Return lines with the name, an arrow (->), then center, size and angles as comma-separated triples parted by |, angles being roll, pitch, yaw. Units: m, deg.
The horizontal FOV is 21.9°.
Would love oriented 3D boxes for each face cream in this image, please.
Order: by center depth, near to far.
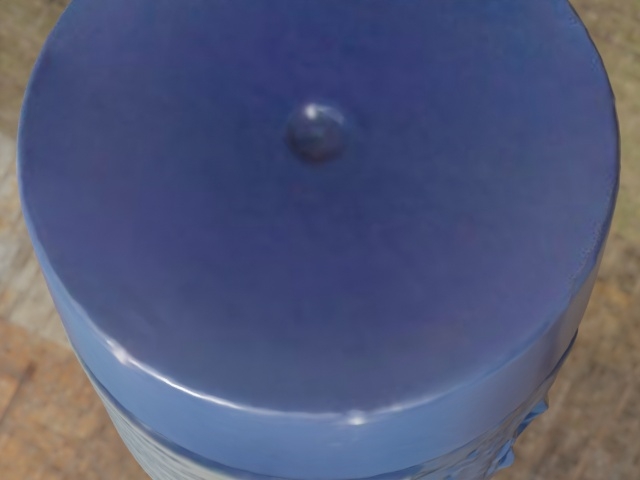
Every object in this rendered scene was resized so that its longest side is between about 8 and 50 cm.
face cream -> 0.000, 0.000, 0.761 | 0.249, 0.249, 0.225 | 26, 159, 10
